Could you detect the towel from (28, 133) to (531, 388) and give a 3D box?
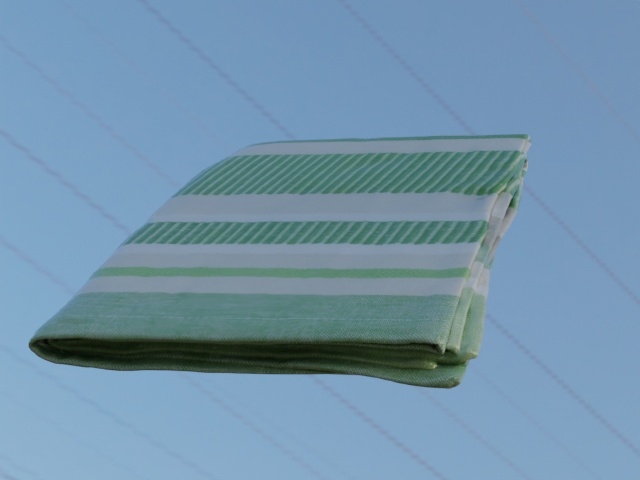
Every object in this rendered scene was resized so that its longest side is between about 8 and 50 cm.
[{"bbox_3d":[0.000,0.000,0.821,0.248,0.325,0.038,1,-66,16],"label":"towel"}]
